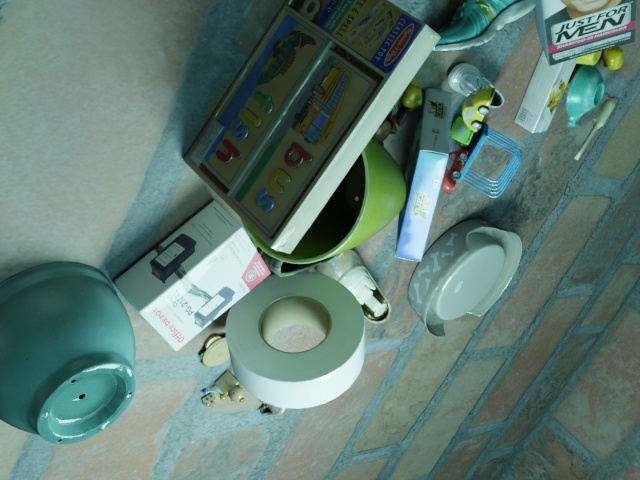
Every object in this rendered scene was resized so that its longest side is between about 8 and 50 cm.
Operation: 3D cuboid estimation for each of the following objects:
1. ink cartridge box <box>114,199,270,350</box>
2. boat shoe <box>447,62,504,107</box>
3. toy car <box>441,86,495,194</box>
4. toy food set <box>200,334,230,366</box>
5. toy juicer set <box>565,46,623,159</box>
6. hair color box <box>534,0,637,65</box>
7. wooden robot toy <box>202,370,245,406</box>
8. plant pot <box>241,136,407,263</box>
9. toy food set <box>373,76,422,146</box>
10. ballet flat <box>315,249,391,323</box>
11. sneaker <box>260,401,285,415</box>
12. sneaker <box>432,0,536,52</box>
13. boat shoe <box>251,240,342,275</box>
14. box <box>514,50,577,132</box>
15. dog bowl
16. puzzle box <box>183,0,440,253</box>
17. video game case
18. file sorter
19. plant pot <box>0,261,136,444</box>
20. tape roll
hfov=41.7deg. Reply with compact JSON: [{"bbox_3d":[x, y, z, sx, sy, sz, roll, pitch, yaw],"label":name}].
[{"bbox_3d":[-0.232,0.068,1.550,0.237,0.100,0.172,-40,145,-10],"label":"ink cartridge box"},{"bbox_3d":[0.338,-0.325,1.804,0.066,0.063,0.184,-54,146,10],"label":"boat shoe"},{"bbox_3d":[0.307,-0.229,1.813,0.225,0.053,0.239,-58,170,-73],"label":"toy car"},{"bbox_3d":[-0.221,0.238,1.807,0.083,0.020,0.082,4,122,-50],"label":"toy food set"},{"bbox_3d":[0.671,-0.391,2.092,0.209,0.090,0.329,-42,140,-31],"label":"toy juicer set"},{"bbox_3d":[0.515,-0.517,1.653,0.186,0.113,0.374,-15,151,12],"label":"hair color box"},{"bbox_3d":[-0.186,0.331,1.888,0.173,0.079,0.076,-45,146,-3],"label":"wooden robot toy"},{"bbox_3d":[0.037,-0.097,1.560,0.294,0.275,0.274,0,125,-59],"label":"plant pot"},{"bbox_3d":[0.130,-0.234,1.664,0.218,0.071,0.128,-43,146,-6],"label":"toy food set"},{"bbox_3d":[0.092,0.110,1.941,0.107,0.106,0.316,-47,146,0],"label":"ballet flat"},{"bbox_3d":[-0.112,0.374,2.032,0.065,0.061,0.157,-14,134,-30],"label":"sneaker"},{"bbox_3d":[0.302,-0.453,1.631,0.275,0.107,0.110,-39,126,-20],"label":"sneaker"},{"bbox_3d":[-0.001,0.004,1.744,0.305,0.091,0.109,-16,136,-37],"label":"boat shoe"},{"bbox_3d":[0.546,-0.404,1.950,0.063,0.067,0.324,-17,135,-38],"label":"box"},{"bbox_3d":[0.378,0.093,2.240,0.349,0.102,0.348,-28,141,-26],"label":"dog bowl"},{"bbox_3d":[-0.028,-0.217,1.331,0.052,0.272,0.408,19,109,-54],"label":"puzzle box"},{"bbox_3d":[0.210,-0.136,1.729,0.061,0.244,0.269,10,129,1],"label":"video game case"},{"bbox_3d":[0.383,-0.180,1.898,0.118,0.105,0.170,-62,177,20],"label":"file sorter"},{"bbox_3d":[-0.428,0.211,1.399,0.293,0.196,0.293,-29,143,-25],"label":"plant pot"},{"bbox_3d":[-0.049,0.198,1.722,0.286,0.286,0.100,-31,142,-23],"label":"tape roll"}]
